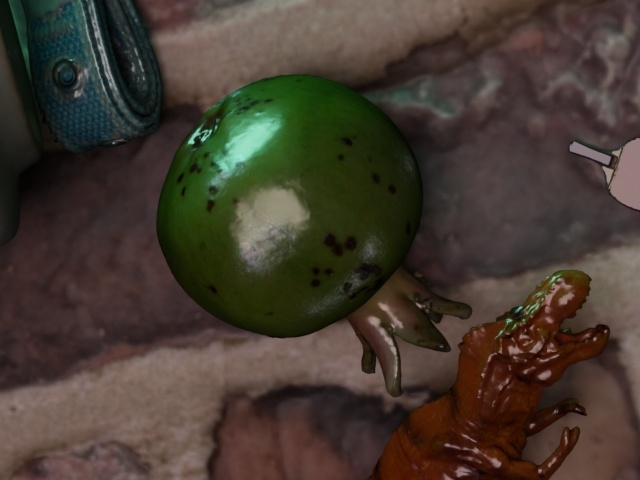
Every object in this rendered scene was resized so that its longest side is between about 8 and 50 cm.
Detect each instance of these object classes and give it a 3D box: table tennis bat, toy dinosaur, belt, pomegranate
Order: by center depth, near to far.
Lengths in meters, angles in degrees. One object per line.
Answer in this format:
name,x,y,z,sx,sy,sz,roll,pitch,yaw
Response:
pomegranate,0.000,0.000,1.182,0.181,0.181,0.224,-34,111,17
table tennis bat,0.207,-0.049,1.194,0.083,0.007,0.050,23,104,8
toy dinosaur,0.082,0.202,1.213,0.208,0.097,0.432,38,118,-8
belt,-0.182,-0.211,1.232,0.072,0.087,0.302,-12,96,27

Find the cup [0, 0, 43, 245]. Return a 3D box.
cup,-0.282,-0.114,1.169,0.163,0.347,0.347,-14,95,-5
